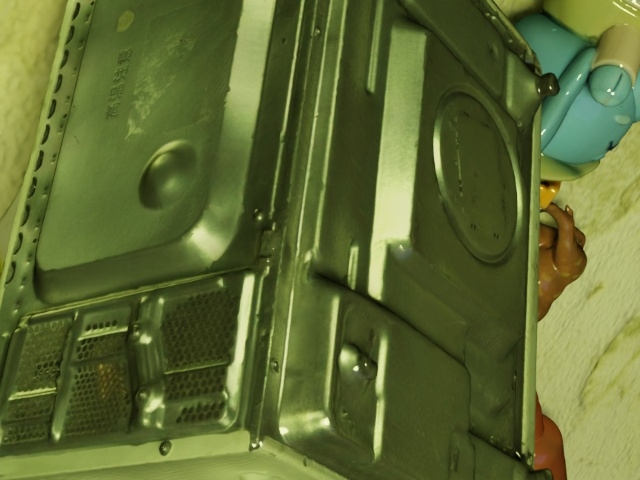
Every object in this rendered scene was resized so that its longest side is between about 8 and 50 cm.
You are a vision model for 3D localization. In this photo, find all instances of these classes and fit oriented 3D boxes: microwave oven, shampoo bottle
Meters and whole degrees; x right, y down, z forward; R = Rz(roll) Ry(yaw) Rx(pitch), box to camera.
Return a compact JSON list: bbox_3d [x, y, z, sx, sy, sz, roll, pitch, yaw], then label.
[{"bbox_3d":[0.000,0.000,0.780,0.247,0.394,0.333,-12,149,31],"label":"microwave oven"},{"bbox_3d":[0.239,0.252,1.407,0.085,0.085,0.244,-29,132,-13],"label":"shampoo bottle"}]

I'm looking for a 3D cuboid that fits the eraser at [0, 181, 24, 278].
[{"bbox_3d":[-0.134,0.050,0.936,0.226,0.158,0.069,25,109,-43],"label":"eraser"}]

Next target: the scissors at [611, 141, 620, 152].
[{"bbox_3d":[0.298,-0.165,1.166,0.085,0.022,0.176,-11,125,-37],"label":"scissors"}]

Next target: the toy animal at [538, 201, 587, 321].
[{"bbox_3d":[0.188,0.076,1.244,0.224,0.066,0.229,-39,132,1],"label":"toy animal"}]

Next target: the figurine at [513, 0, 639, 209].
[{"bbox_3d":[0.215,-0.146,1.003,0.154,0.180,0.262,14,136,-22],"label":"figurine"}]
